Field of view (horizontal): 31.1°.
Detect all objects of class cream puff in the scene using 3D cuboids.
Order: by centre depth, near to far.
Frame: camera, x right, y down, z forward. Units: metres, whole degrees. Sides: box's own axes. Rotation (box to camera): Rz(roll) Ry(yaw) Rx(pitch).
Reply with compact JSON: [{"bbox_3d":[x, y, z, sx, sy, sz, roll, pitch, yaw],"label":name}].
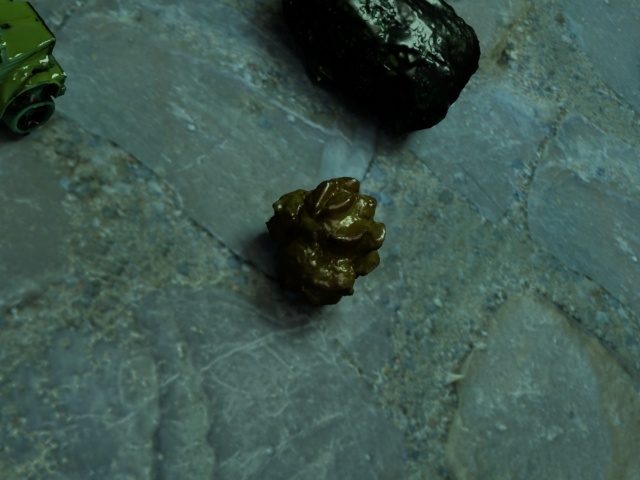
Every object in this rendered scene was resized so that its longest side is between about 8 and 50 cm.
[{"bbox_3d":[0.000,0.000,1.079,0.116,0.122,0.094,25,28,36],"label":"cream puff"}]

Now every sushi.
[{"bbox_3d":[0.061,-0.220,1.232,0.225,0.124,0.127,42,49,-3],"label":"sushi"}]

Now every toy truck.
[{"bbox_3d":[-0.328,-0.143,0.935,0.259,0.135,0.128,-23,71,-44],"label":"toy truck"}]
